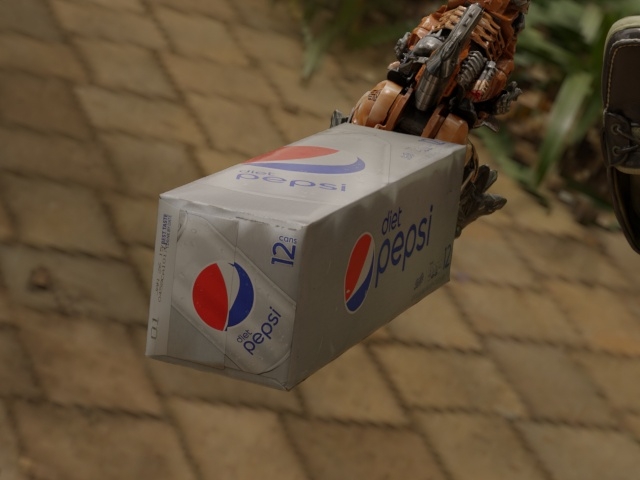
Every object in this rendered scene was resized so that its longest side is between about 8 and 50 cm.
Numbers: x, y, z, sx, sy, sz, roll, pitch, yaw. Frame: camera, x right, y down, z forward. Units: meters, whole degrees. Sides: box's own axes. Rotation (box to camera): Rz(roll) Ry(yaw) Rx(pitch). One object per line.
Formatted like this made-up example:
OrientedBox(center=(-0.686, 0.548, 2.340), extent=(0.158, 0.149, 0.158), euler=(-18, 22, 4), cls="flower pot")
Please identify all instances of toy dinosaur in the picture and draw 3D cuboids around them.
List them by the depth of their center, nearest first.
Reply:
OrientedBox(center=(0.070, -0.090, 1.542), extent=(0.322, 0.218, 0.164), euler=(-37, 77, -15), cls="toy dinosaur")

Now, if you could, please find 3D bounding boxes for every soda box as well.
OrientedBox(center=(0.000, 0.000, 1.121), extent=(0.091, 0.098, 0.286), euler=(12, 16, 20), cls="soda box")

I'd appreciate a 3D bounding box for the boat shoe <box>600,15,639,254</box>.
OrientedBox(center=(0.267, -0.078, 1.509), extent=(0.080, 0.223, 0.073), euler=(5, 47, 19), cls="boat shoe")
